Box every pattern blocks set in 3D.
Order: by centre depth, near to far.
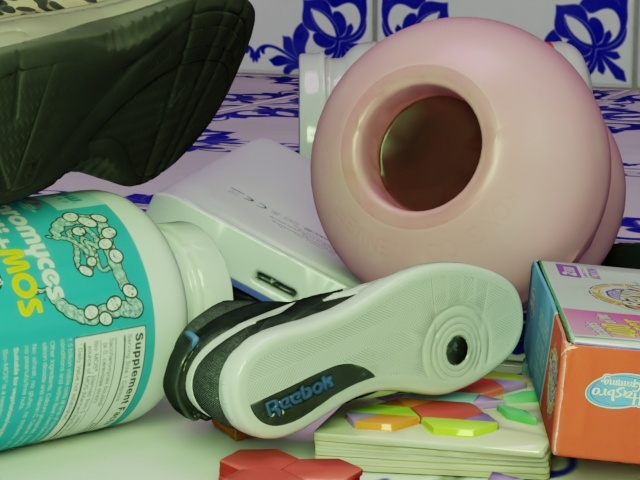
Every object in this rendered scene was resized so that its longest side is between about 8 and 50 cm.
[{"bbox_3d":[0.075,0.106,1.099,0.285,0.026,0.325,0,10,1],"label":"pattern blocks set"}]

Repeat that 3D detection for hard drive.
[{"bbox_3d":[0.000,0.000,1.427,0.210,0.040,0.318,28,14,5],"label":"hard drive"}]

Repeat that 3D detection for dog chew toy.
[{"bbox_3d":[0.127,-0.039,1.329,0.206,0.207,0.332,4,-5,24],"label":"dog chew toy"}]

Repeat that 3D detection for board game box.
[{"bbox_3d":[0.285,0.077,1.070,0.316,0.064,0.242,6,10,2],"label":"board game box"}]

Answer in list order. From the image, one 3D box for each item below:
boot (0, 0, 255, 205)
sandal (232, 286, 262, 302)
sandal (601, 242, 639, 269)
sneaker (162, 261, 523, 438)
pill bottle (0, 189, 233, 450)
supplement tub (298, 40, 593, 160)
[{"bbox_3d":[-0.226,-0.142,1.092,0.284,0.138,0.377,30,24,16],"label":"boot"},{"bbox_3d":[-0.023,0.044,1.402,0.067,0.040,0.179,30,14,17],"label":"sandal"},{"bbox_3d":[0.370,-0.006,1.306,0.167,0.107,0.445,5,-3,-37],"label":"sandal"},{"bbox_3d":[0.005,0.054,1.089,0.217,0.079,0.121,-12,13,-35],"label":"sneaker"},{"bbox_3d":[-0.181,0.048,1.082,0.264,0.146,0.146,-9,14,-42],"label":"pill bottle"},{"bbox_3d":[0.115,-0.096,1.757,0.272,0.191,0.191,0,10,-1],"label":"supplement tub"}]
